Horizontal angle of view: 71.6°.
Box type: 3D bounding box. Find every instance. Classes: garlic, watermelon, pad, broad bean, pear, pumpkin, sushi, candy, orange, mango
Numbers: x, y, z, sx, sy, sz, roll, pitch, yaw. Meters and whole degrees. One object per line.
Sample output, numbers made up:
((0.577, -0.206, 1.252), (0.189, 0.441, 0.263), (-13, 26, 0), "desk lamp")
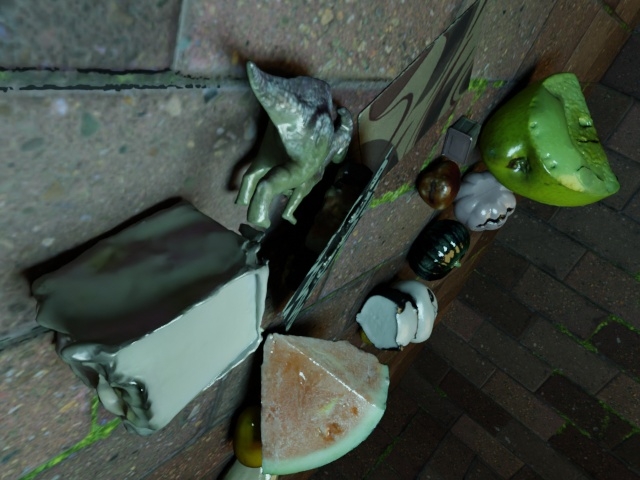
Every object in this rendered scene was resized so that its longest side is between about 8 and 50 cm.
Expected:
((-0.183, 0.615, 1.213), (0.196, 0.151, 0.339), (-70, -177, -76), "garlic")
((-0.017, 0.327, 0.897), (0.282, 0.251, 0.292), (-22, 150, 30), "watermelon")
((0.179, -0.245, 0.775), (0.330, 0.004, 0.220), (-46, 156, -14), "pad")
((0.282, -0.129, 1.030), (0.165, 0.084, 0.114), (-32, 147, -52), "broad bean")
((0.548, -0.233, 1.143), (0.317, 0.343, 0.238), (-12, 171, -29), "pear")
((0.356, 0.032, 1.315), (0.202, 0.140, 0.202), (-37, 158, -18), "pumpkin")
((0.000, 0.000, 0.716), (0.294, 0.059, 0.292), (-57, 173, -14), "sushi")
((-0.156, 0.072, 0.445), (0.195, 0.137, 0.185), (-37, 152, -35), "candy")
((0.168, 0.288, 1.412), (0.095, 0.085, 0.085), (-18, 139, -49), "orange")
((-0.144, 0.453, 1.034), (0.138, 0.113, 0.253), (-42, 153, -23), "mango")

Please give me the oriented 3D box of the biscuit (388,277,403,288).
((0.226, 0.175, 1.429), (0.118, 0.023, 0.140), (-39, 153, -23), "biscuit")

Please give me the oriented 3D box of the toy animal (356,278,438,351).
((0.243, 0.210, 1.297), (0.235, 0.165, 0.187), (-10, 102, -37), "toy animal")

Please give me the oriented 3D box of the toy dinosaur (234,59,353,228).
((-0.028, -0.101, 0.512), (0.162, 0.077, 0.294), (-65, 174, 8), "toy dinosaur")

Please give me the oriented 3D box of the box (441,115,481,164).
((0.317, -0.226, 0.991), (0.063, 0.060, 0.085), (-48, 155, -22), "box")

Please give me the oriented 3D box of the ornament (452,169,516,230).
((0.469, -0.112, 1.287), (0.177, 0.177, 0.178), (-41, 154, -25), "ornament")
